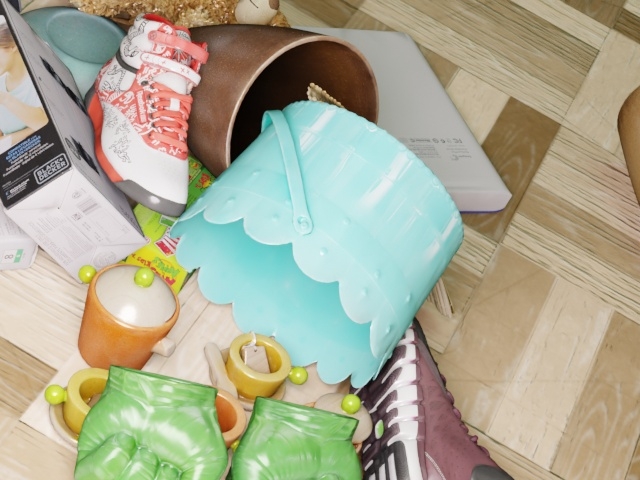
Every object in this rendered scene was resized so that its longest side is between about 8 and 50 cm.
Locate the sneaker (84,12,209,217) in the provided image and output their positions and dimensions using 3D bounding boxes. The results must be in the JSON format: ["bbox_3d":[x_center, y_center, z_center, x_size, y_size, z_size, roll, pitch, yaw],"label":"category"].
[{"bbox_3d":[-0.174,-0.147,1.853,0.090,0.145,0.270,24,21,-31],"label":"sneaker"}]

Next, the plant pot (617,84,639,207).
[{"bbox_3d":[0.515,-0.064,2.276,0.237,0.237,0.254,16,54,-15],"label":"plant pot"}]

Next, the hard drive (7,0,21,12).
[{"bbox_3d":[-0.499,-0.355,2.116,0.254,0.054,0.172,43,40,19],"label":"hard drive"}]

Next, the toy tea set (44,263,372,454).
[{"bbox_3d":[-0.105,0.129,1.736,0.336,0.124,0.200,14,40,-17],"label":"toy tea set"}]

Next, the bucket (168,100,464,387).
[{"bbox_3d":[0.000,0.000,1.785,0.281,0.281,0.183,34,68,9],"label":"bucket"}]

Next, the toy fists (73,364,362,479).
[{"bbox_3d":[-0.092,0.214,1.631,0.279,0.142,0.096,13,-2,-19],"label":"toy fists"}]

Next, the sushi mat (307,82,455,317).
[{"bbox_3d":[0.071,-0.037,1.909,0.019,0.316,0.151,-43,56,-15],"label":"sushi mat"}]

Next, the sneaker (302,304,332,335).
[{"bbox_3d":[0.005,0.032,1.946,0.069,0.084,0.185,11,40,-20],"label":"sneaker"}]

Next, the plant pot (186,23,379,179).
[{"bbox_3d":[-0.087,-0.164,1.985,0.215,0.215,0.230,-10,28,-38],"label":"plant pot"}]

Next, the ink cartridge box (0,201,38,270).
[{"bbox_3d":[-0.428,-0.043,1.808,0.224,0.056,0.181,-5,48,-28],"label":"ink cartridge box"}]

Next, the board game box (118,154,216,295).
[{"bbox_3d":[-0.159,-0.021,1.943,0.092,0.043,0.181,30,38,3],"label":"board game box"}]

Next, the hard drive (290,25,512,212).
[{"bbox_3d":[0.092,-0.160,2.256,0.210,0.040,0.319,-1,46,-32],"label":"hard drive"}]

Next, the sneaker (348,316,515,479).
[{"bbox_3d":[0.123,0.205,1.825,0.162,0.106,0.281,23,42,-22],"label":"sneaker"}]

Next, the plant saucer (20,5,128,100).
[{"bbox_3d":[-0.293,-0.236,2.118,0.195,0.037,0.195,16,40,-14],"label":"plant saucer"}]

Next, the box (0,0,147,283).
[{"bbox_3d":[-0.302,-0.113,1.858,0.290,0.087,0.169,62,7,36],"label":"box"}]

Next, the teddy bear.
[{"bbox_3d":[-0.183,-0.307,2.173,0.338,0.113,0.245,24,13,2],"label":"teddy bear"}]
